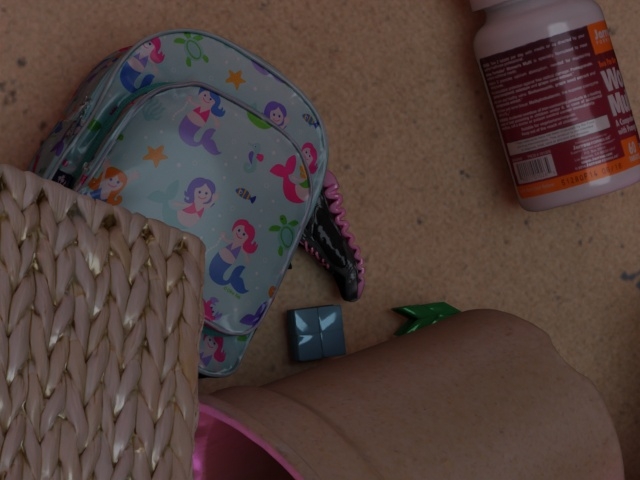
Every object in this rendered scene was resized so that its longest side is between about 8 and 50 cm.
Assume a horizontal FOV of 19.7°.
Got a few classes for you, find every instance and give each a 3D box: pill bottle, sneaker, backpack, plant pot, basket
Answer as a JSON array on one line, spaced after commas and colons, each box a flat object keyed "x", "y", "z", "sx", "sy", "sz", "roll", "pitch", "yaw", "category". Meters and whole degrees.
[{"x": 0.207, "y": -0.146, "z": 1.653, "sx": 0.121, "sy": 0.121, "sz": 0.221, "roll": -19, "pitch": 94, "yaw": -24, "category": "pill bottle"}, {"x": 0.000, "y": 0.000, "z": 1.595, "sx": 0.057, "sy": 0.047, "sz": 0.119, "roll": -18, "pitch": 87, "yaw": -17, "category": "sneaker"}, {"x": -0.114, "y": -0.040, "z": 1.473, "sx": 0.225, "sy": 0.191, "sz": 0.253, "roll": 32, "pitch": 69, "yaw": -18, "category": "backpack"}, {"x": 0.062, "y": 0.209, "z": 1.447, "sx": 0.305, "sy": 0.334, "sz": 0.333, "roll": -27, "pitch": 98, "yaw": -34, "category": "plant pot"}, {"x": -0.268, "y": 0.147, "z": 1.270, "sx": 0.266, "sy": 0.328, "sz": 0.331, "roll": 18, "pitch": 55, "yaw": -28, "category": "basket"}]

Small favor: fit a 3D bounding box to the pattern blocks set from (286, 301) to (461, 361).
[{"x": 0.061, "y": 0.213, "z": 1.613, "sx": 0.285, "sy": 0.026, "sz": 0.324, "roll": 5, "pitch": 86, "yaw": -24, "category": "pattern blocks set"}]
